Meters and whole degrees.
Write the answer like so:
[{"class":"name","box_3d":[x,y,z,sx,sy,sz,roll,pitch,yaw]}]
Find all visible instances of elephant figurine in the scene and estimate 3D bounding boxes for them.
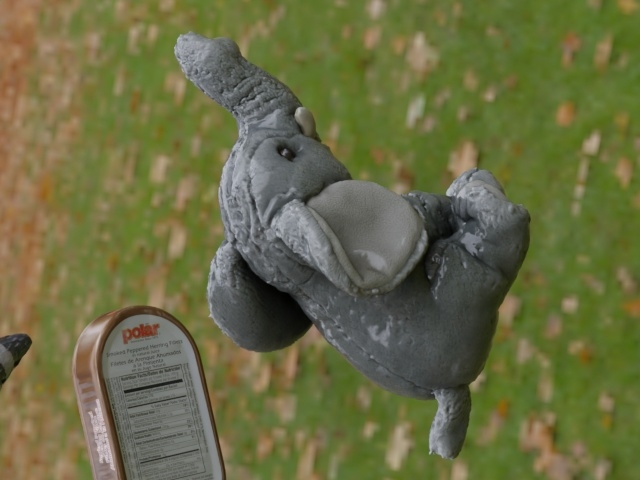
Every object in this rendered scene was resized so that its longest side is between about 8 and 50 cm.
[{"class":"elephant figurine","box_3d":[0.000,0.000,1.284,0.169,0.239,0.186,-62,28,17]}]

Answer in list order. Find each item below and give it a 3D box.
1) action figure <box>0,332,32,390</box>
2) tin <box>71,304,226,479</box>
[{"class":"action figure","box_3d":[-0.275,0.098,1.187,0.330,0.178,0.341,-95,11,-66]},{"class":"tin","box_3d":[-0.131,0.143,1.544,0.040,0.106,0.190,-19,82,45]}]
